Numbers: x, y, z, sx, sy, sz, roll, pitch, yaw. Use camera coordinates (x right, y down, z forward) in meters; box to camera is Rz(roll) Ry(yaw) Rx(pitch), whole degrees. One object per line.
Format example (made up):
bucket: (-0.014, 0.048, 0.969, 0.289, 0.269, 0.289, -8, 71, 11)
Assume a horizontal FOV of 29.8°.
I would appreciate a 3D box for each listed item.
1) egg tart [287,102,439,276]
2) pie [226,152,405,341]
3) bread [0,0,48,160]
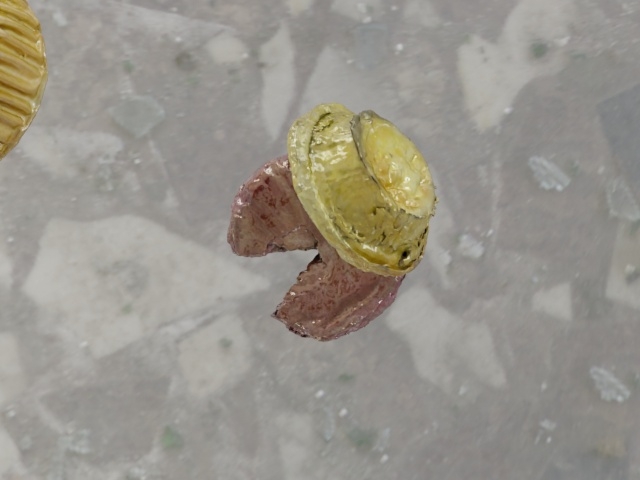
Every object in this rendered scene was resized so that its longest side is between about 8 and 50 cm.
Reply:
egg tart: (0.051, -0.056, 1.156, 0.074, 0.191, 0.191, -31, 90, 34)
pie: (0.000, 0.000, 1.364, 0.218, 0.054, 0.204, 44, 97, 0)
bread: (-0.299, -0.135, 0.869, 0.199, 0.104, 0.199, -5, 76, 20)
